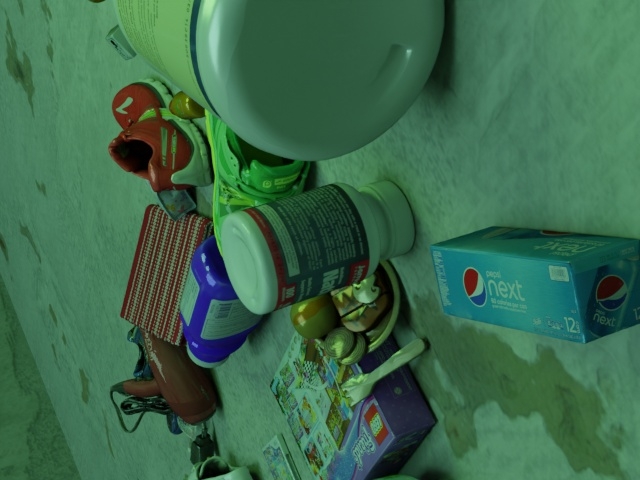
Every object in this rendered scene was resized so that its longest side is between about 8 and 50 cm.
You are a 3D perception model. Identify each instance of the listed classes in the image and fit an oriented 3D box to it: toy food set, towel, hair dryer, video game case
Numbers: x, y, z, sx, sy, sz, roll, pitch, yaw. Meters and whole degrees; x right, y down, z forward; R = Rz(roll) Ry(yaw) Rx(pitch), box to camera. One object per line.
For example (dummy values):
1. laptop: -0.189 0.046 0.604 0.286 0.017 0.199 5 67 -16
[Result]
1. toy food set: -0.220 -0.269 1.639 0.232 0.111 0.104 46 164 -19
2. toy food set: 0.026 0.069 1.358 0.132 0.038 0.192 -39 65 21
3. towel: -0.239 0.049 1.941 0.275 0.031 0.199 14 91 63
4. hair dryer: -0.274 0.251 2.085 0.223 0.080 0.294 22 128 17
5. video game case: -0.050 0.352 1.842 0.122 0.011 0.087 66 156 15

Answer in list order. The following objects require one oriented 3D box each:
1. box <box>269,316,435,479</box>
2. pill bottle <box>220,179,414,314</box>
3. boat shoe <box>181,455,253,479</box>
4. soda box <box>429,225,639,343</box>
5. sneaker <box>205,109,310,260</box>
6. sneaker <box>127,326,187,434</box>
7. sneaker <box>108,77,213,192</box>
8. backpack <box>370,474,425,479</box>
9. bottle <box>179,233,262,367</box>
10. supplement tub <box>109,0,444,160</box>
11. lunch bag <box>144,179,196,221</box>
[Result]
1. box: 0.029 0.194 1.497 0.201 0.057 0.293 64 155 22
2. pill bottle: 0.000 0.000 1.270 0.108 0.180 0.108 47 146 45
3. boat shoe: -0.171 0.398 2.061 0.258 0.095 0.084 -12 94 56
4. soda box: 0.177 0.032 1.036 0.210 0.071 0.067 9 114 64
5. sneaker: -0.071 -0.060 1.477 0.123 0.109 0.296 -163 59 -67
6. sneaker: -0.284 0.237 2.188 0.083 0.087 0.221 1 107 66
7. sneaker: -0.258 -0.154 1.814 0.279 0.118 0.107 42 142 50
8. backpack: 0.052 0.417 1.408 0.355 0.273 0.290 -54 42 46
9. bottle: -0.133 0.087 1.708 0.092 0.118 0.283 62 155 22
10. supplement tub: -0.060 -0.233 1.172 0.325 0.235 0.235 40 141 52
11. lunch bag: -0.230 -0.082 1.869 0.071 0.053 0.083 47 172 47
